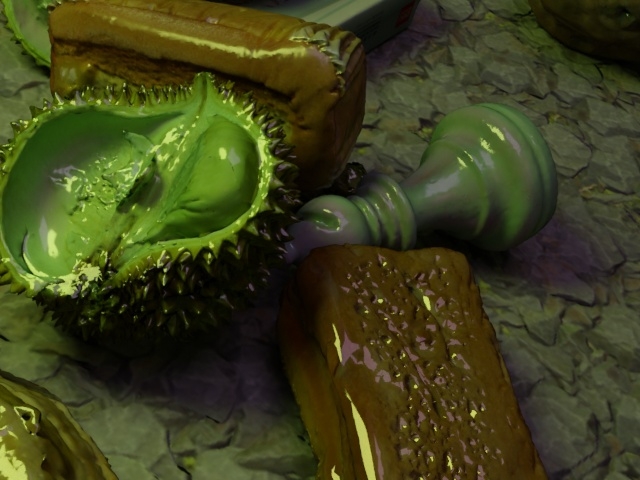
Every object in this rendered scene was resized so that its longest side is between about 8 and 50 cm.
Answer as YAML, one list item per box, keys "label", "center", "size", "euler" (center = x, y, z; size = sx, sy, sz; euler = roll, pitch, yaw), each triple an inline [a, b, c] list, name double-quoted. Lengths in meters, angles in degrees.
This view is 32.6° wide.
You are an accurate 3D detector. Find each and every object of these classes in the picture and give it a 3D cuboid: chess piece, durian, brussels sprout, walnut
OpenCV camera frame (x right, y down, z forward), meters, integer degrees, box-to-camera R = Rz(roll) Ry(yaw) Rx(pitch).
- label: "chess piece"
  center: [0.070, -0.028, 0.961]
  size: [0.271, 0.139, 0.139]
  euler: [-20, 57, -31]
- label: "durian"
  center: [-0.127, -0.021, 0.837]
  size: [0.236, 0.176, 0.200]
  euler: [-18, 61, -1]
- label: "brussels sprout"
  center: [0.005, -0.055, 1.027]
  size: [0.083, 0.046, 0.051]
  euler: [9, 19, -4]
- label: "walnut"
  center: [0.353, -0.312, 1.287]
  size: [0.245, 0.198, 0.198]
  euler: [24, 45, -1]
- label: "durian"
  center: [-0.243, -0.221, 1.057]
  size: [0.215, 0.100, 0.086]
  euler: [22, 41, -12]

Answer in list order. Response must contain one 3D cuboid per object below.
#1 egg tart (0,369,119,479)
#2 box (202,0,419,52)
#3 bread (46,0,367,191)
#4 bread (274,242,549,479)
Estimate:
- label: "egg tart"
  center: [-0.258, 0.167, 0.685]
  size: [0.290, 0.115, 0.290]
  euler: [11, 45, -11]
- label: "box"
  center: [-0.012, -0.252, 1.181]
  size: [0.135, 0.079, 0.269]
  euler: [37, 48, 17]
- label: "bread"
  center: [-0.099, -0.138, 0.959]
  size: [0.288, 0.153, 0.119]
  euler: [14, 34, 18]
- label: "bread"
  center: [0.082, 0.172, 0.803]
  size: [0.185, 0.109, 0.380]
  euler: [7, 48, -24]
